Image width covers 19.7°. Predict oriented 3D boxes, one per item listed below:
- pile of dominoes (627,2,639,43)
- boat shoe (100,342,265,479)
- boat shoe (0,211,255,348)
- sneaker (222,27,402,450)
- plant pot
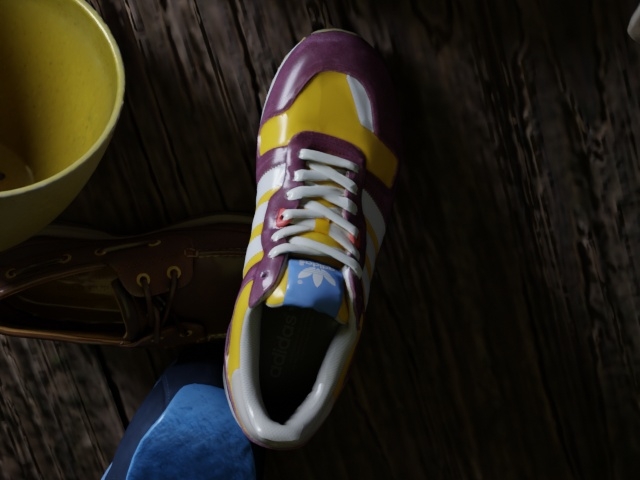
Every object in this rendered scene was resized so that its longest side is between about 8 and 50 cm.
[{"bbox_3d":[0.230,-0.079,0.687,0.196,0.040,0.251,21,159,0],"label":"pile of dominoes"},{"bbox_3d":[-0.077,0.168,0.935,0.109,0.089,0.258,21,118,-12],"label":"boat shoe"},{"bbox_3d":[-0.077,0.027,0.874,0.178,0.060,0.064,0,116,11],"label":"boat shoe"},{"bbox_3d":[0.000,0.000,0.804,0.070,0.084,0.185,7,94,-7],"label":"sneaker"},{"bbox_3d":[-0.159,-0.045,0.826,0.134,0.134,0.095,19,143,1],"label":"plant pot"}]
